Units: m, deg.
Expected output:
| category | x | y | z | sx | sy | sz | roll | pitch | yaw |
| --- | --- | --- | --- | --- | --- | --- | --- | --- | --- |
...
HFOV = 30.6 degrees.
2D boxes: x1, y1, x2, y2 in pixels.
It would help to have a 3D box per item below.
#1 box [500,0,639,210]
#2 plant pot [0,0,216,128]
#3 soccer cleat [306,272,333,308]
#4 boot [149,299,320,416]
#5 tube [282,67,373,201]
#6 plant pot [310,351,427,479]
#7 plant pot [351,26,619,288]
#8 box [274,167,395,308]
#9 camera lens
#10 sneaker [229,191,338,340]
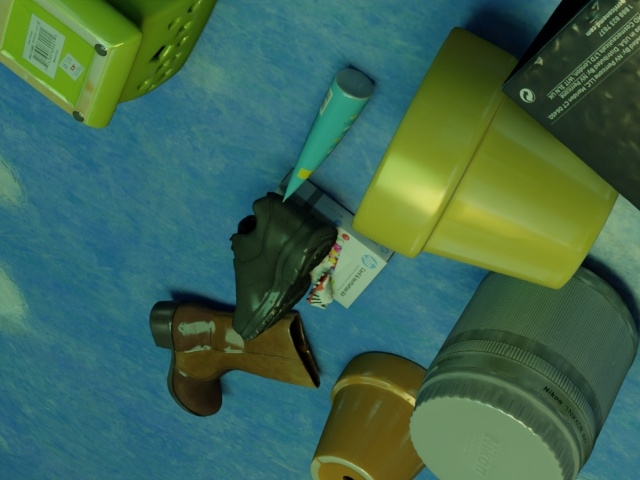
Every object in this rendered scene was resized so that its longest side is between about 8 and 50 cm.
| category | x | y | z | sx | sy | sz | roll | pitch | yaw |
| --- | --- | --- | --- | --- | --- | --- | --- | --- | --- |
| box | 0.364 | -0.159 | 1.035 | 0.294 | 0.296 | 0.183 | 40 | 141 | -3 |
| plant pot | -0.285 | -0.293 | 1.470 | 0.227 | 0.207 | 0.228 | 37 | 142 | 0 |
| soccer cleat | 0.005 | 0.074 | 1.693 | 0.036 | 0.029 | 0.083 | 28 | 146 | -1 |
| boot | -0.124 | 0.210 | 1.963 | 0.280 | 0.096 | 0.264 | 4 | 123 | 25 |
| tube | 0.004 | -0.135 | 1.514 | 0.052 | 0.080 | 0.207 | 40 | 138 | 6 |
| plant pot | 0.084 | 0.309 | 1.794 | 0.205 | 0.188 | 0.205 | 21 | 138 | 20 |
| plant pot | 0.195 | -0.072 | 1.293 | 0.239 | 0.254 | 0.254 | 27 | 140 | 4 |
| box | 0.000 | 0.000 | 1.674 | 0.186 | 0.038 | 0.145 | 37 | 142 | -1 |
| camera lens | 0.256 | 0.170 | 1.457 | 0.219 | 0.274 | 0.219 | 21 | 138 | 20 |
| sneaker | -0.076 | 0.034 | 1.671 | 0.130 | 0.109 | 0.286 | 42 | 136 | 10 |
